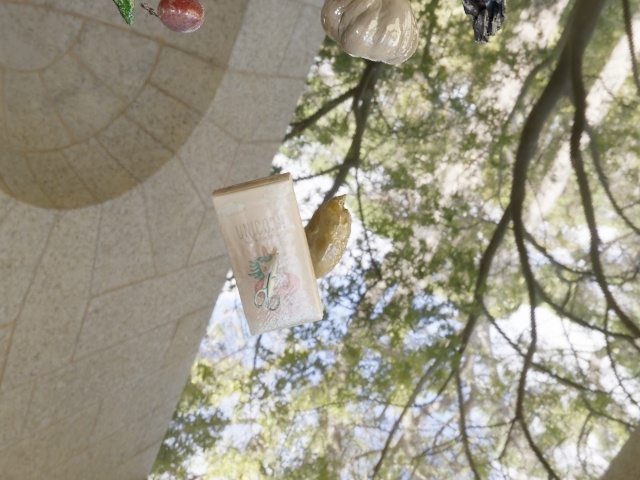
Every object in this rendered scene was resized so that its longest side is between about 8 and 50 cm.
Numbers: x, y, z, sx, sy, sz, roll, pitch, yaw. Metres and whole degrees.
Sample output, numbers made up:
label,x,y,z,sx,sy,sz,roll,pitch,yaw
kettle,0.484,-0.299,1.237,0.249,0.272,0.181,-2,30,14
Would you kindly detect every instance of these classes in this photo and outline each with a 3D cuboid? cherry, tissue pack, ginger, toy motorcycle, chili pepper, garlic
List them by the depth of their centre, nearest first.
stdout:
label,x,y,z,sx,sy,sz,roll,pitch,yaw
toy motorcycle,0.219,-0.393,0.854,0.091,0.157,0.263,7,155,24
chili pepper,-0.418,-0.545,1.288,0.059,0.227,0.088,-20,-172,-25
tissue pack,-0.108,0.032,1.363,0.170,0.325,0.071,-12,-161,1
garlic,0.115,-0.484,1.390,0.228,0.152,0.228,20,-139,-19
cherry,-0.367,-0.550,1.542,0.225,0.090,0.107,16,-164,31
ginger,0.000,0.000,1.660,0.152,0.267,0.138,46,-168,5

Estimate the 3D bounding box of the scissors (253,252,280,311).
label,x,y,z,sx,sy,sz,roll,pitch,yaw
scissors,-0.098,0.082,1.298,0.058,0.119,0.014,20,166,-26
